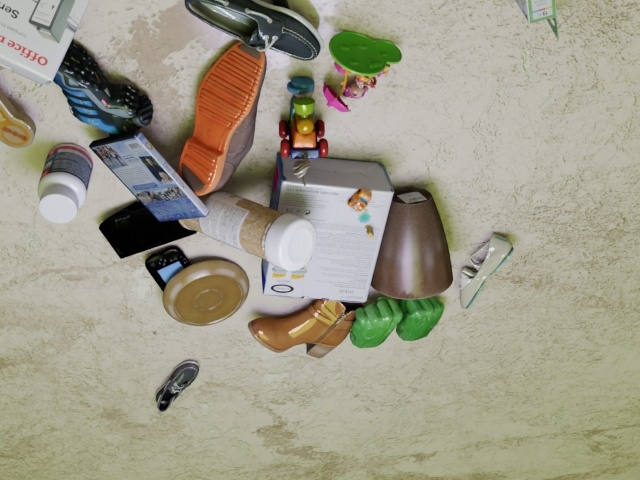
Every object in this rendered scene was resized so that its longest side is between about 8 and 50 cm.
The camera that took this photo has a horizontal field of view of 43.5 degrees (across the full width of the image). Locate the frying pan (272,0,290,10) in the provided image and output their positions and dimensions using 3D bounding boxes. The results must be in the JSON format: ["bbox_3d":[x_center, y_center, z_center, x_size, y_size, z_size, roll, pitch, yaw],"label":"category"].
[{"bbox_3d":[-0.088,-0.567,1.564,0.197,0.053,0.326,-28,137,25],"label":"frying pan"}]

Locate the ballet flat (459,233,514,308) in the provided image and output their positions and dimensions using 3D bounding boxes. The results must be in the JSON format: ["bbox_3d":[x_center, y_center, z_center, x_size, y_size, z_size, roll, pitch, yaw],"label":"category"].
[{"bbox_3d":[0.425,0.080,2.166,0.086,0.086,0.248,18,125,-20],"label":"ballet flat"}]

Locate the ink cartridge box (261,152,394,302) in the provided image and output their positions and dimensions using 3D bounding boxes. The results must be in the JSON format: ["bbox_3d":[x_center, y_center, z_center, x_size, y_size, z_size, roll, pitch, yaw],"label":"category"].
[{"bbox_3d":[0.000,0.000,1.971,0.270,0.151,0.395,5,122,-9],"label":"ink cartridge box"}]

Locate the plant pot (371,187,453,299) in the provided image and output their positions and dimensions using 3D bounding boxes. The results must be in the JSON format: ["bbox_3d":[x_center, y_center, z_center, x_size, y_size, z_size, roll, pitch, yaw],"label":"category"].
[{"bbox_3d":[0.225,-0.006,1.997,0.215,0.215,0.230,-4,116,-3],"label":"plant pot"}]

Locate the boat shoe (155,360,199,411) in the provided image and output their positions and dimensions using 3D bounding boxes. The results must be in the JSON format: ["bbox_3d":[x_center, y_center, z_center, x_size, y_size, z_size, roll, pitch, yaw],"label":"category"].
[{"bbox_3d":[-0.422,0.434,2.376,0.075,0.065,0.206,29,122,-26],"label":"boat shoe"}]

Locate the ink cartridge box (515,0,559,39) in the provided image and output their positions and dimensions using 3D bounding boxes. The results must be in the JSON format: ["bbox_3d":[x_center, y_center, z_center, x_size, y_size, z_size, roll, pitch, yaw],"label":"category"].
[{"bbox_3d":[0.433,-0.514,1.628,0.062,0.109,0.209,-15,131,7],"label":"ink cartridge box"}]

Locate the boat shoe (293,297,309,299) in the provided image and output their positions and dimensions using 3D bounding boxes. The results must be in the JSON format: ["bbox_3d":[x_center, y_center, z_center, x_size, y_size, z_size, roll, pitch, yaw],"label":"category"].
[{"bbox_3d":[-0.007,0.104,2.145,0.170,0.063,0.059,-23,127,1],"label":"boat shoe"}]

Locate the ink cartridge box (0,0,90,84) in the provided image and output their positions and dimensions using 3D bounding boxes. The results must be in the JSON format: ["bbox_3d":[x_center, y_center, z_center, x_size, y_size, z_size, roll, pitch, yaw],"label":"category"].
[{"bbox_3d":[-0.538,-0.453,1.484,0.198,0.115,0.273,25,86,-25],"label":"ink cartridge box"}]

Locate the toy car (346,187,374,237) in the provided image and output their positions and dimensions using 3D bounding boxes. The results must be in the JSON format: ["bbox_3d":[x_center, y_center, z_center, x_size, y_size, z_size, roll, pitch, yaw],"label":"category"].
[{"bbox_3d":[0.109,-0.060,1.830,0.060,0.040,0.122,-29,122,13],"label":"toy car"}]

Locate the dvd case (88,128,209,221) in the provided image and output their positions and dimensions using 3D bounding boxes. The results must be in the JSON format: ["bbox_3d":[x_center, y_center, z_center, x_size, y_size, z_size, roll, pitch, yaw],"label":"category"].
[{"bbox_3d":[-0.383,-0.138,1.796,0.180,0.022,0.253,-3,136,43],"label":"dvd case"}]

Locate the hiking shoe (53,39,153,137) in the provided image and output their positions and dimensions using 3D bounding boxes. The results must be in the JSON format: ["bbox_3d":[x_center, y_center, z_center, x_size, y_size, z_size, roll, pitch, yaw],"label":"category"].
[{"bbox_3d":[-0.508,-0.313,1.699,0.132,0.113,0.304,-35,122,30],"label":"hiking shoe"}]

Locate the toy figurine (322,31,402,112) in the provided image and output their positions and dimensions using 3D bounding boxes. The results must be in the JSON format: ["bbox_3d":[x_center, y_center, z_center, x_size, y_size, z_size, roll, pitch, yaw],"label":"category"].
[{"bbox_3d":[0.074,-0.352,1.750,0.173,0.130,0.159,-12,150,-29],"label":"toy figurine"}]

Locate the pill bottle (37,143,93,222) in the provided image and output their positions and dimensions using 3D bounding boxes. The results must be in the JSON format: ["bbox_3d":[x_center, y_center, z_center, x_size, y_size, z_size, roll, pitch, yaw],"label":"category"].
[{"bbox_3d":[-0.576,-0.126,1.805,0.108,0.180,0.108,-3,130,-4],"label":"pill bottle"}]

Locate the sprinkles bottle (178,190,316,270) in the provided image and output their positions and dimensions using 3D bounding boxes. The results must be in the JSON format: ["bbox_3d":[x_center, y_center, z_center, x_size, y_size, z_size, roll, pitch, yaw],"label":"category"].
[{"bbox_3d":[-0.175,-0.036,1.829,0.355,0.121,0.121,20,144,38],"label":"sprinkles bottle"}]

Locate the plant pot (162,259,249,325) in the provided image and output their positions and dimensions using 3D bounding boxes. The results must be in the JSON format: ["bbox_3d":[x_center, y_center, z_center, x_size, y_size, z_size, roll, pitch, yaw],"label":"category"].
[{"bbox_3d":[-0.299,0.150,2.133,0.236,0.032,0.236,-13,135,-13],"label":"plant pot"}]

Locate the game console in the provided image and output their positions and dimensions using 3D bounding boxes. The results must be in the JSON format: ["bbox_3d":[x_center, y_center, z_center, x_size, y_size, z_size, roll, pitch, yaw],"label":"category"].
[{"bbox_3d":[-0.390,0.039,2.057,0.213,0.044,0.361,-18,130,10],"label":"game console"}]

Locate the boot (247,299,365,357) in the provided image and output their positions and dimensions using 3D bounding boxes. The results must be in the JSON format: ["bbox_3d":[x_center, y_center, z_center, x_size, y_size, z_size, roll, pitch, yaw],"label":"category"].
[{"bbox_3d":[-0.035,0.219,2.201,0.283,0.109,0.220,23,126,-26],"label":"boot"}]

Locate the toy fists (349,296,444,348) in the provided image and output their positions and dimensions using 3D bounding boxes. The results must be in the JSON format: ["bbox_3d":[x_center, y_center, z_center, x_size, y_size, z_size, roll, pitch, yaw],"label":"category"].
[{"bbox_3d":[0.211,0.211,2.203,0.279,0.096,0.142,-4,146,-25],"label":"toy fists"}]

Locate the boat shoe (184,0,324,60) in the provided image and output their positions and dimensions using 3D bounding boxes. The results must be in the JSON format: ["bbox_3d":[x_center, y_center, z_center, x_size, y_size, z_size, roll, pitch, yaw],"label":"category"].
[{"bbox_3d":[-0.135,-0.434,1.626,0.302,0.091,0.114,24,152,-16],"label":"boat shoe"}]

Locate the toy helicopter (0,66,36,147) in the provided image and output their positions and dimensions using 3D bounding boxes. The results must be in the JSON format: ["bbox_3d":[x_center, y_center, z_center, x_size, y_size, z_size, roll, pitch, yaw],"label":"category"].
[{"bbox_3d":[-0.728,-0.324,1.654,0.235,0.140,0.355,-18,132,12],"label":"toy helicopter"}]

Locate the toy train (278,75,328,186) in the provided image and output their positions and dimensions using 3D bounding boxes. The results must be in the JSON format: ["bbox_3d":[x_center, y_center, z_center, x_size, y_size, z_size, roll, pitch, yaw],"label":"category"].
[{"bbox_3d":[-0.034,-0.241,1.724,0.105,0.248,0.143,-2,126,-4],"label":"toy train"}]

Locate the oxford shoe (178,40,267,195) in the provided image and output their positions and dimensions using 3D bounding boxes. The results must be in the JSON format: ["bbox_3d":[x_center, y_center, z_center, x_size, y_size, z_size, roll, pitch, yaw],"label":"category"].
[{"bbox_3d":[-0.200,-0.274,1.781,0.130,0.133,0.363,36,114,19],"label":"oxford shoe"}]
